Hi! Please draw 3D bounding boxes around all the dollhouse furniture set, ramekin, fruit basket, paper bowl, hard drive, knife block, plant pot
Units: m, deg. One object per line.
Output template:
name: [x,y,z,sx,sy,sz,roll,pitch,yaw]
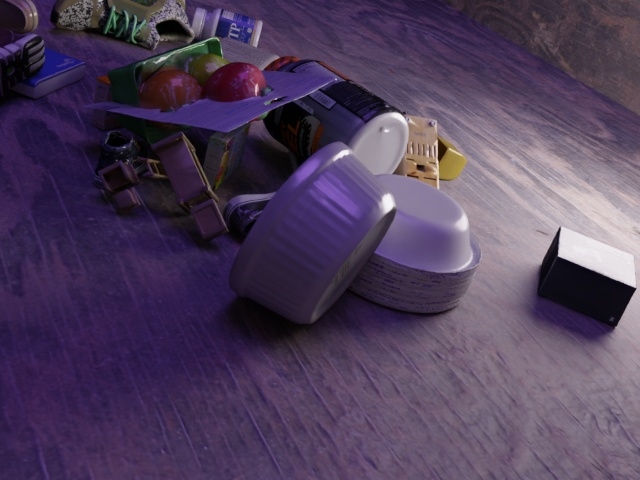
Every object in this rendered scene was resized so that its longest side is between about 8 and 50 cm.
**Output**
dollhouse furniture set: [-0.257,-0.057,1.336,0.101,0.161,0.181,68,-3,-79]
ramekin: [0.000,0.000,1.159,0.127,0.272,0.273,36,30,10]
fruit basket: [-0.202,-0.260,1.473,0.353,0.165,0.327,18,34,29]
paper bowl: [0.142,-0.011,1.383,0.284,0.148,0.284,16,27,-8]
hard drive: [-0.693,-0.395,1.691,0.319,0.040,0.210,21,27,4]
knife block: [0.168,-0.177,1.800,0.088,0.242,0.275,6,74,-22]
plant pot: [0.297,-0.190,1.892,0.083,0.081,0.081,17,24,-31]

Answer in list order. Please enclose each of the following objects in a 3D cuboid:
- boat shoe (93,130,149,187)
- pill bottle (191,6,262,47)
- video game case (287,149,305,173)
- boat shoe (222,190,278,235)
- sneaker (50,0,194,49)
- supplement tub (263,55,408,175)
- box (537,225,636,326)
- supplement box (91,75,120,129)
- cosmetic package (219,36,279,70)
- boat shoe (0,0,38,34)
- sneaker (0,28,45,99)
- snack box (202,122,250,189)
boat shoe: [-0.346,-0.161,1.425,0.065,0.083,0.183,18,27,-1]
pill bottle: [-0.266,-0.589,2.244,0.187,0.112,0.112,14,27,-8]
video game case: [0.025,-0.139,1.685,0.173,0.022,0.190,11,29,-16]
boat shoe: [-0.065,-0.046,1.402,0.219,0.077,0.070,-14,43,-38]
sneaker: [-0.491,-0.577,2.072,0.410,0.158,0.182,-17,60,-42]
supplement tub: [0.012,-0.249,1.644,0.194,0.193,0.316,-10,38,-43]
box: [0.511,0.065,1.528,0.156,0.093,0.158,23,28,8]
supplement box: [-0.413,-0.274,1.576,0.036,0.098,0.062,27,29,24]
cosmetic package: [-0.213,-0.361,1.833,0.153,0.129,0.296,22,26,4]
boat shoe: [-0.792,-0.531,1.822,0.302,0.109,0.098,18,32,12]
sneaker: [-0.669,-0.333,1.512,0.163,0.106,0.281,20,34,11]
snack box: [-0.181,-0.167,1.521,0.037,0.100,0.141,21,27,5]
